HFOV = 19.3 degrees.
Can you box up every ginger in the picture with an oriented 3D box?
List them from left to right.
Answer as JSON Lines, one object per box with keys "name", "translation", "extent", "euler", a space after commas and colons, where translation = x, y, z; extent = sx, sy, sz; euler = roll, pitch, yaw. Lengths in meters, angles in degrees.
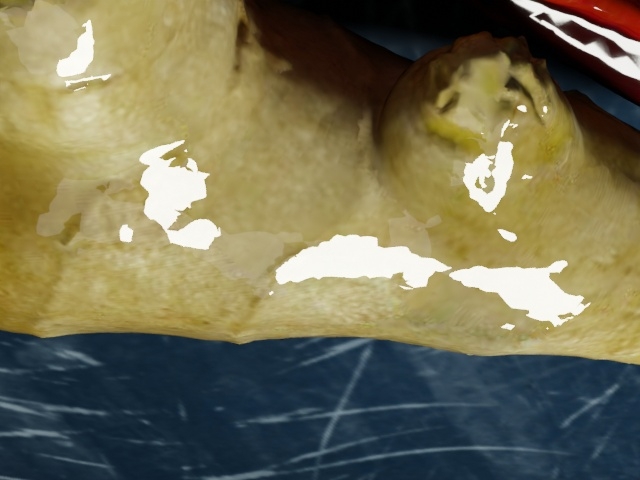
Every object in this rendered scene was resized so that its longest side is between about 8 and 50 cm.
{"name": "ginger", "translation": [-0.043, -0.056, 0.595], "extent": [0.375, 0.166, 0.236], "euler": [-6, 131, 1]}

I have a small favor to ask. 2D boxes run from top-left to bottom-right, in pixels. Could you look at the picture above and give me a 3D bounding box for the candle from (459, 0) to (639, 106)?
{"name": "candle", "translation": [0.027, -0.107, 0.542], "extent": [0.301, 0.059, 0.084], "euler": [21, 140, -26]}
